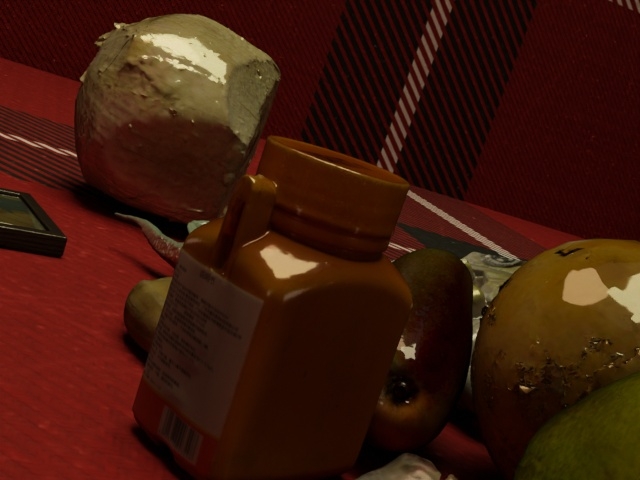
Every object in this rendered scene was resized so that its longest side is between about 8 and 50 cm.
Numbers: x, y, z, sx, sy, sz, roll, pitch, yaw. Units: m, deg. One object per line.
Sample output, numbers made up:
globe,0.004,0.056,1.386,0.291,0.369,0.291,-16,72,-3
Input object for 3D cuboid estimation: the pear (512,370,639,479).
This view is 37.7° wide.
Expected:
pear,0.237,0.170,0.525,0.269,0.212,0.212,8,1,37

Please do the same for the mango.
mango,0.075,0.091,0.805,0.111,0.133,0.267,4,25,15

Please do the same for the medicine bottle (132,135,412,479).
medicine bottle,-0.022,0.048,0.646,0.149,0.222,0.112,8,15,-46

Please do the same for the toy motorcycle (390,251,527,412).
toy motorcycle,0.171,0.095,0.957,0.341,0.107,0.223,10,35,32

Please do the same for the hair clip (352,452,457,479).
hair clip,-0.054,0.161,0.422,0.301,0.069,0.173,-3,20,-39

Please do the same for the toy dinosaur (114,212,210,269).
toy dinosaur,-0.133,0.027,1.024,0.242,0.053,0.167,28,18,4

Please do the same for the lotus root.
lotus root,-0.129,0.068,0.805,0.073,0.062,0.150,-13,24,-27

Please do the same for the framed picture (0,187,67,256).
framed picture,-0.358,-0.030,1.009,0.128,0.023,0.168,12,12,-34

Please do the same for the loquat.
loquat,0.232,0.114,0.741,0.235,0.235,0.235,19,10,-3

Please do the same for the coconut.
coconut,-0.210,-0.172,1.308,0.255,0.297,0.297,21,10,-4
